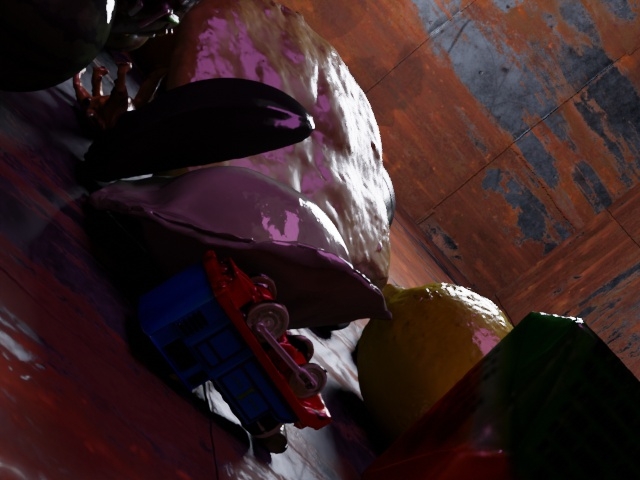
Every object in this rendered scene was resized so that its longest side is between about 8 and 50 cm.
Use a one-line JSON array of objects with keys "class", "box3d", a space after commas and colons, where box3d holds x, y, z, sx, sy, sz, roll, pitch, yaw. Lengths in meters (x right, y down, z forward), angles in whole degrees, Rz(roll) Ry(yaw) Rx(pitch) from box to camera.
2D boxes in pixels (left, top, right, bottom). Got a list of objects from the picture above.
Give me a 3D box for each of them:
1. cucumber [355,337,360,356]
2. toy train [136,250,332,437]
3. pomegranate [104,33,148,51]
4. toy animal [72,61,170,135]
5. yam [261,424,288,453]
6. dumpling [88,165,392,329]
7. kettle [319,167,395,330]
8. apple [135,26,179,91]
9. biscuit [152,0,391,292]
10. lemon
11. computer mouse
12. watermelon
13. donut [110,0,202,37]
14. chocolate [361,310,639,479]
[{"class": "cucumber", "box3d": [0.102, 0.165, 1.899, 0.067, 0.067, 0.245, 52, 8, 4]}, {"class": "toy train", "box3d": [-0.079, 0.112, 1.122, 0.204, 0.131, 0.083, 58, 1, -32]}, {"class": "pomegranate", "box3d": [-0.319, -0.350, 1.770, 0.130, 0.130, 0.130, 49, 10, -12]}, {"class": "toy animal", "box3d": [-0.263, -0.164, 1.422, 0.255, 0.114, 0.116, -31, 120, -76]}, {"class": "yam", "box3d": [-0.057, 0.181, 1.232, 0.033, 0.027, 0.129, 47, 9, -27]}, {"class": "dumpling", "box3d": [-0.063, 0.019, 1.239, 0.341, 0.181, 0.260, 48, -12, -19]}, {"class": "kettle", "box3d": [-0.012, -0.012, 1.789, 0.207, 0.251, 0.271, 19, 19, 9]}, {"class": "apple", "box3d": [-0.206, -0.320, 1.973, 0.237, 0.207, 0.237, 39, -5, 4]}, {"class": "biscuit", "box3d": [-0.041, -0.135, 1.573, 0.429, 0.104, 0.446, 30, 51, -38]}, {"class": "lemon", "box3d": [0.176, 0.192, 1.619, 0.320, 0.245, 0.245, 57, 11, 25]}, {"class": "computer mouse", "box3d": [-0.145, -0.135, 1.292, 0.137, 0.269, 0.086, -85, 163, -74]}, {"class": "watermelon", "box3d": [-0.310, -0.254, 1.156, 0.212, 0.212, 0.212, 49, 10, -12]}, {"class": "donut", "box3d": [-0.299, -0.410, 1.656, 0.345, 0.136, 0.259, 15, 58, -5]}, {"class": "chocolate", "box3d": [0.264, 0.300, 1.361, 0.360, 0.341, 0.161, 46, 1, -22]}]
